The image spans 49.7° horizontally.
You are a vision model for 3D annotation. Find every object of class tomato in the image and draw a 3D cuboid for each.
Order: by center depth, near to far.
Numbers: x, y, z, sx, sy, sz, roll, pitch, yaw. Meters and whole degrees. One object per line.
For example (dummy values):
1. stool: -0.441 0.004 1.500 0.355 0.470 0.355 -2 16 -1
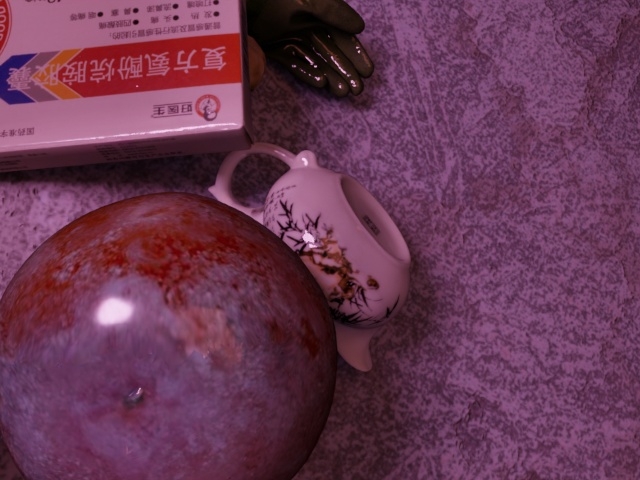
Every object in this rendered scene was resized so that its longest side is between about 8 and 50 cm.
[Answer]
1. tomato: -0.143 0.112 0.653 0.317 0.282 0.316 0 92 2

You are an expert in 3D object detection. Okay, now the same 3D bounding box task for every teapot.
1. teapot: 0.000 0.000 0.824 0.300 0.166 0.208 44 30 6

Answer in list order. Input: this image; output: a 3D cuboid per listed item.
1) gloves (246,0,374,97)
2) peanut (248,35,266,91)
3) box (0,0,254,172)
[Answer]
1. gloves: -0.039 -0.286 0.910 0.268 0.135 0.107 31 39 -25
2. peanut: -0.174 -0.202 0.837 0.229 0.098 0.103 -12 77 -24
3. box: -0.254 -0.190 0.739 0.353 0.069 0.214 -5 75 4
